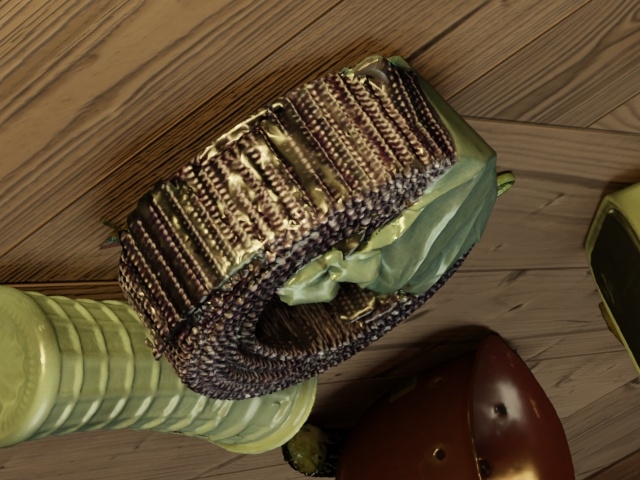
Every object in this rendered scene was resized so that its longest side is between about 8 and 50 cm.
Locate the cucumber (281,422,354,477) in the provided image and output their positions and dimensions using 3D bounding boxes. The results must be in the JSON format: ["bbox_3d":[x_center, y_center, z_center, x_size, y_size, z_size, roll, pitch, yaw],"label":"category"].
[{"bbox_3d":[0.031,0.246,2.318,0.067,0.067,0.245,-31,162,20],"label":"cucumber"}]

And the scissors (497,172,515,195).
[{"bbox_3d":[0.071,-0.005,1.655,0.187,0.020,0.133,-34,166,25],"label":"scissors"}]

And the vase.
[{"bbox_3d":[-0.143,0.094,1.459,0.143,0.143,0.299,-34,159,29],"label":"vase"}]

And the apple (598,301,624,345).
[{"bbox_3d":[0.493,0.064,2.319,0.179,0.254,0.346,16,-164,42],"label":"apple"}]

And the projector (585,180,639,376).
[{"bbox_3d":[0.425,0.040,1.908,0.249,0.248,0.248,-23,164,-6],"label":"projector"}]

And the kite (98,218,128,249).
[{"bbox_3d":[-0.143,-0.004,1.374,0.044,0.002,0.078,-33,163,27],"label":"kite"}]

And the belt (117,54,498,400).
[{"bbox_3d":[0.000,0.000,1.351,0.260,0.122,0.325,-39,160,8],"label":"belt"}]

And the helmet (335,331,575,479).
[{"bbox_3d":[0.139,0.289,2.220,0.230,0.337,0.385,-17,-175,17],"label":"helmet"}]
